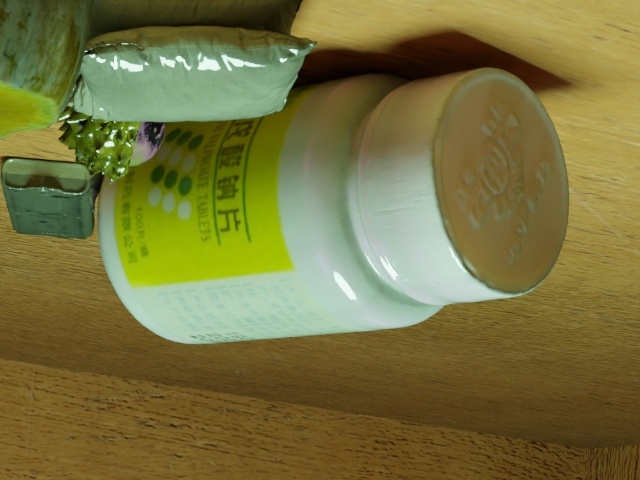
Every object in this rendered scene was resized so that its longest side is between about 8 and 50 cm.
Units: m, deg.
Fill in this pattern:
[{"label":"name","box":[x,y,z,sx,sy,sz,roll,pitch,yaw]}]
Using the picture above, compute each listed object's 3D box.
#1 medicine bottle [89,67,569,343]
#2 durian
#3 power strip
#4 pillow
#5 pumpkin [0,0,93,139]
[{"label":"medicine bottle","box":[0.004,-0.027,1.646,0.378,0.214,0.213,-8,163,41]},{"label":"durian","box":[-0.183,-0.105,1.581,0.119,0.108,0.186,6,168,-11]},{"label":"power strip","box":[-0.289,-0.039,2.089,0.092,0.034,0.268,4,168,-4]},{"label":"pillow","box":[-0.101,-0.138,1.461,0.181,0.078,0.134,0,153,-9]},{"label":"pumpkin","box":[-0.299,-0.155,1.206,0.332,0.199,0.332,5,170,1]}]
